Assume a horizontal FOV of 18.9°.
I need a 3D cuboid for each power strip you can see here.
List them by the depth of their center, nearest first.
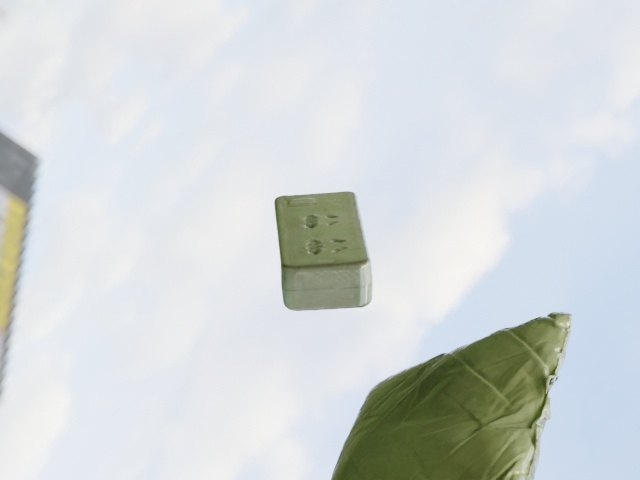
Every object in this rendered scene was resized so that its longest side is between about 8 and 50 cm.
[{"bbox_3d":[0.000,0.000,2.015,0.288,0.093,0.053,-100,-174,-70],"label":"power strip"}]

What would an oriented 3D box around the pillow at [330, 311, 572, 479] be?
[{"bbox_3d":[0.125,0.211,1.942,0.274,0.076,0.280,-24,-152,34],"label":"pillow"}]
